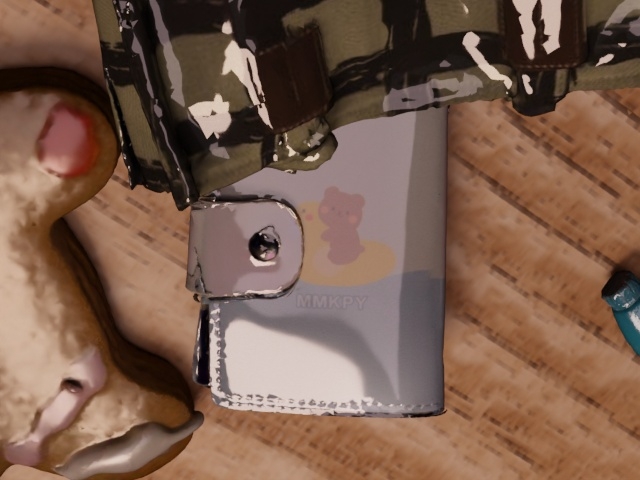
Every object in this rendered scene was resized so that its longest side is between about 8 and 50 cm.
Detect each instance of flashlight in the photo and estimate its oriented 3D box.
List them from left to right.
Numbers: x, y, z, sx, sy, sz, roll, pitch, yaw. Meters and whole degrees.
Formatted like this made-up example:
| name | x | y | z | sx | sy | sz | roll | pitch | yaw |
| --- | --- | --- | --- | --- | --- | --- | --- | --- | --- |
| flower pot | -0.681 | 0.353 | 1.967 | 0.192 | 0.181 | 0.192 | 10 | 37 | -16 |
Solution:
| name | x | y | z | sx | sy | sz | roll | pitch | yaw |
| --- | --- | --- | --- | --- | --- | --- | --- | --- | --- |
| flashlight | 0.236 | 0.073 | 0.855 | 0.051 | 0.051 | 0.129 | -43 | 107 | 13 |

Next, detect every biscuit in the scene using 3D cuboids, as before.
| name | x | y | z | sx | sy | sz | roll | pitch | yaw |
| --- | --- | --- | --- | --- | --- | --- | --- | --- | --- |
| biscuit | -0.251 | -0.010 | 0.763 | 0.283 | 0.064 | 0.432 | -12 | 115 | 1 |

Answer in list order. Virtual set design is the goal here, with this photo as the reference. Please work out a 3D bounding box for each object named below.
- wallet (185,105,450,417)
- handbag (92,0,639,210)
| name | x | y | z | sx | sy | sz | roll | pitch | yaw |
| --- | --- | --- | --- | --- | --- | --- | --- | --- | --- |
| wallet | 0.000 | 0.000 | 0.789 | 0.170 | 0.069 | 0.231 | 1 | 105 | -1 |
| handbag | 0.026 | -0.208 | 0.636 | 0.325 | 0.162 | 0.327 | -12 | 107 | 0 |
